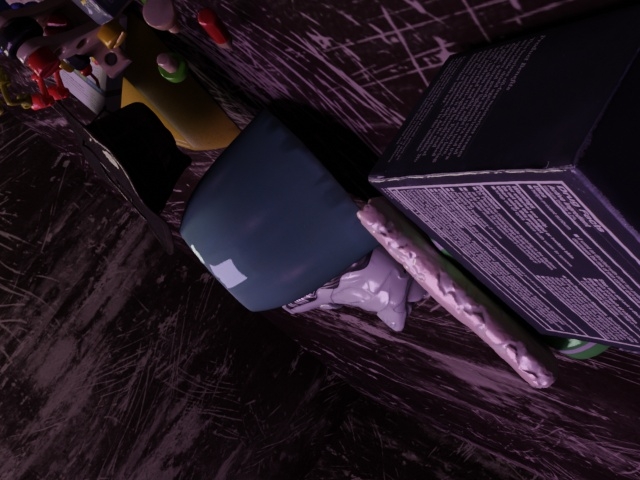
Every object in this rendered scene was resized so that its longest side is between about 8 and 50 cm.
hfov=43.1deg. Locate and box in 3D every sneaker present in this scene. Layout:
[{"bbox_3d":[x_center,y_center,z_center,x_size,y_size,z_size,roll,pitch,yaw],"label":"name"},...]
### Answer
[{"bbox_3d":[0.068,0.100,1.613,0.210,0.137,0.366,35,145,-8],"label":"sneaker"}]

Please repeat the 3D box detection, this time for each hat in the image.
[{"bbox_3d":[-0.293,-0.138,1.329,0.331,0.134,0.331,46,167,14],"label":"hat"}]

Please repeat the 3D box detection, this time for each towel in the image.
[{"bbox_3d":[0.197,0.059,1.187,0.332,0.053,0.317,42,-171,4],"label":"towel"}]

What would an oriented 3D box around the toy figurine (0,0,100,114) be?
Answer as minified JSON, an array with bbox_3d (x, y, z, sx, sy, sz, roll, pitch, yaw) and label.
[{"bbox_3d":[-0.503,-0.259,1.151,0.362,0.217,0.191,-60,-44,-67],"label":"toy figurine"}]

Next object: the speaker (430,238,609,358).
[{"bbox_3d":[0.273,0.030,1.075,0.296,0.131,0.131,40,165,-18],"label":"speaker"}]

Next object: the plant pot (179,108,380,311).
[{"bbox_3d":[-0.083,-0.027,1.316,0.293,0.235,0.293,48,177,3],"label":"plant pot"}]

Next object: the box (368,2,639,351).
[{"bbox_3d":[0.260,-0.039,0.758,0.296,0.182,0.294,39,167,-23],"label":"box"}]

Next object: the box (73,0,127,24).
[{"bbox_3d":[-0.256,-0.373,0.842,0.233,0.183,0.059,41,165,-27],"label":"box"}]

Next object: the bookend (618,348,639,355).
[{"bbox_3d":[0.430,0.085,0.928,0.156,0.072,0.157,11,156,24],"label":"bookend"}]

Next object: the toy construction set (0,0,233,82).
[{"bbox_3d":[-0.263,-0.308,1.099,0.309,0.257,0.237,24,-178,5],"label":"toy construction set"}]

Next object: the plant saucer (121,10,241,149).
[{"bbox_3d":[-0.346,-0.290,1.534,0.333,0.081,0.333,20,161,45],"label":"plant saucer"}]

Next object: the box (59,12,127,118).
[{"bbox_3d":[-0.386,-0.318,1.367,0.145,0.038,0.186,39,132,28],"label":"box"}]
